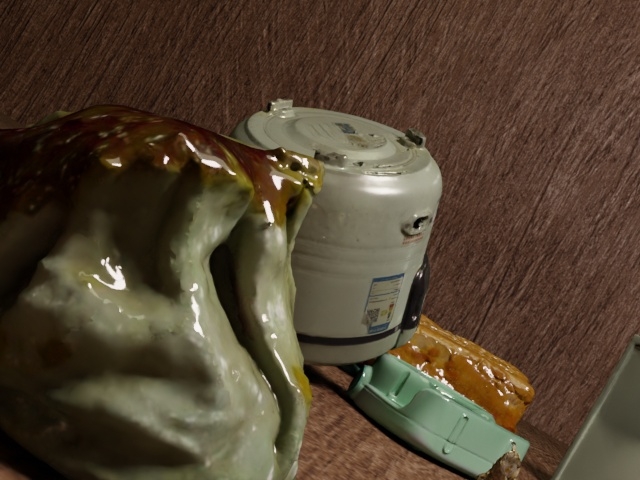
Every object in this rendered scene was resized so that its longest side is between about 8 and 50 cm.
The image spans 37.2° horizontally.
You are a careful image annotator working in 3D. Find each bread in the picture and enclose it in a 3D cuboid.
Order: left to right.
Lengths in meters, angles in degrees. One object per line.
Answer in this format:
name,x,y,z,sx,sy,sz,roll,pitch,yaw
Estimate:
bread,0.086,0.137,1.217,0.380,0.109,0.185,28,7,9

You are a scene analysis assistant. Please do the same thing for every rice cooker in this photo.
rice cooker,0.000,0.000,0.928,0.226,0.244,0.226,10,21,-4

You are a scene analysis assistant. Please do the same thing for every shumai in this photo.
shumai,-0.065,0.012,0.381,0.184,0.142,0.184,31,2,-1

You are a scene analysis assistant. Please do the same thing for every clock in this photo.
clock,0.099,0.163,0.927,0.148,0.060,0.188,30,-2,-34

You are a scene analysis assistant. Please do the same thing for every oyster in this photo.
oyster,0.141,0.182,0.758,0.038,0.080,0.083,6,-45,21

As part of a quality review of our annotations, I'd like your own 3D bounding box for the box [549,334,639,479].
box,0.422,0.259,1.116,0.117,0.225,0.225,31,-1,-21
